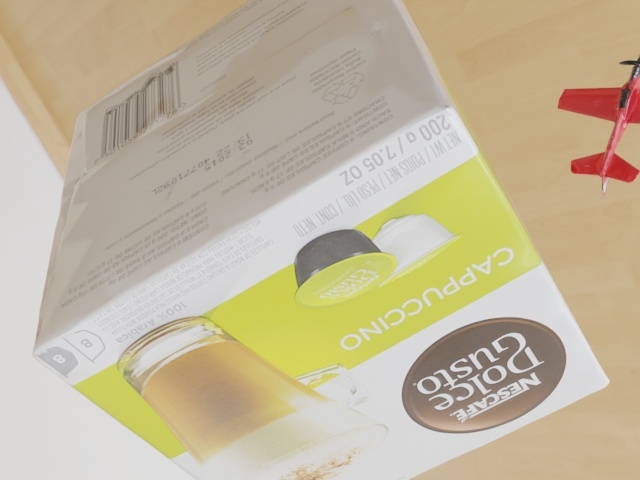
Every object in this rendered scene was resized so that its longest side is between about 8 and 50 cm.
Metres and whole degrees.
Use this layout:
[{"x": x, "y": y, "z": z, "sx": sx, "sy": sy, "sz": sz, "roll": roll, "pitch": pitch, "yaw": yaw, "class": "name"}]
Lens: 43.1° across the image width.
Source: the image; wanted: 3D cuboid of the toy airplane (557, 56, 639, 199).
[{"x": 0.300, "y": -0.116, "z": 0.818, "sx": 0.151, "sy": 0.028, "sz": 0.151, "roll": -10, "pitch": 71, "yaw": 31, "class": "toy airplane"}]

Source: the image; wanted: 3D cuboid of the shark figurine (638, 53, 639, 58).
[{"x": 0.603, "y": -0.325, "z": 1.362, "sx": 0.166, "sy": 0.278, "sz": 0.116, "roll": 33, "pitch": 167, "yaw": -36, "class": "shark figurine"}]

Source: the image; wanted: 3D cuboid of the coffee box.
[{"x": 0.000, "y": 0.000, "z": 0.741, "sx": 0.338, "sy": 0.338, "sz": 0.334, "roll": -29, "pitch": 127, "yaw": 13, "class": "coffee box"}]
